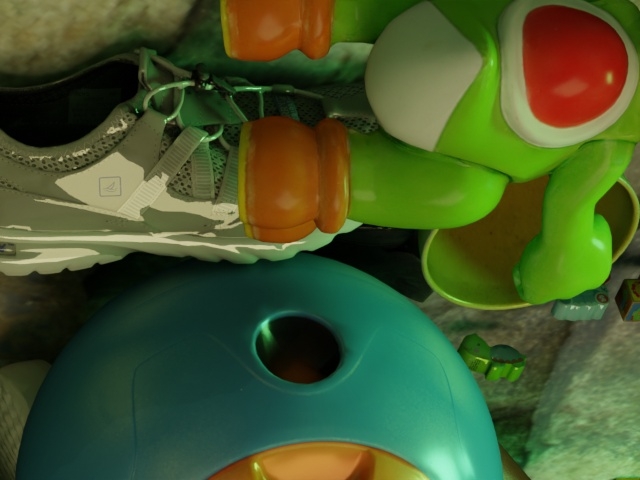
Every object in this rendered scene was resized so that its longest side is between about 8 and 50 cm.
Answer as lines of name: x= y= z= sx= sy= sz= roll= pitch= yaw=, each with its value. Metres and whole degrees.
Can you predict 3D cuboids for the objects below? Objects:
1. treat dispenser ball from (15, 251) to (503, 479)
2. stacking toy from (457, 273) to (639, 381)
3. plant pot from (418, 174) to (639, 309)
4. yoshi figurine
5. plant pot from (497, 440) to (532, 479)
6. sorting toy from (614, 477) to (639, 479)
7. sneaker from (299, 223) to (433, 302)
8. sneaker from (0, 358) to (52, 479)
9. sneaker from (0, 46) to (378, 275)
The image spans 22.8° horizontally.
treat dispenser ball: x=-0.036 y=0.148 z=0.944 sx=0.288 sy=0.288 sz=0.288 roll=-9 pitch=142 yaw=-7
stacking toy: x=0.216 y=0.031 z=1.134 sx=0.221 sy=0.052 sz=0.167 roll=0 pitch=138 yaw=-16
plant pot: x=0.115 y=-0.035 z=0.974 sx=0.134 sy=0.095 sz=0.134 roll=-10 pitch=142 yaw=-8
yoshi figurine: x=0.138 y=-0.087 z=0.831 sx=0.362 sy=0.203 sz=0.203 roll=-3 pitch=136 yaw=5
plant pot: x=0.070 y=0.245 z=1.200 sx=0.272 sy=0.272 sz=0.265 roll=-23 pitch=133 yaw=11
sorting toy: x=0.387 y=0.279 z=1.504 sx=0.307 sy=0.041 sz=0.229 roll=2 pitch=139 yaw=-21
sneaker: x=0.000 y=-0.002 z=1.010 sx=0.170 sy=0.051 sz=0.089 roll=6 pitch=147 yaw=-13
sneaker: x=-0.150 y=0.192 z=1.176 sx=0.150 sy=0.135 sz=0.366 roll=-32 pitch=145 yaw=-23
sneaker: x=-0.075 y=-0.054 z=0.882 sx=0.281 sy=0.105 sz=0.115 roll=-11 pitch=131 yaw=-14
